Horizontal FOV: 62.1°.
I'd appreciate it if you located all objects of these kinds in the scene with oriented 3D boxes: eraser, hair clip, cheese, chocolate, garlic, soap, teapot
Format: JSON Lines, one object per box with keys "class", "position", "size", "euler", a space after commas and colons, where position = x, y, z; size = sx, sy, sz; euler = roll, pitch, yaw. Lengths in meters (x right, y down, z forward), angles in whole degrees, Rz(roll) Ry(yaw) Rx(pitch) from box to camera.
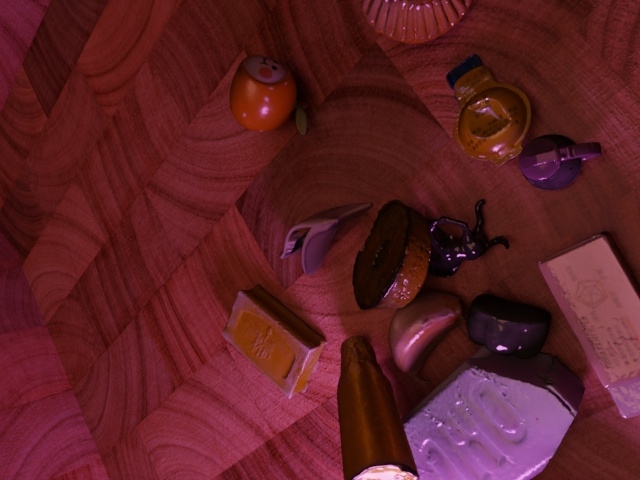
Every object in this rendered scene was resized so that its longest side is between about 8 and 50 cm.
{"class": "eraser", "position": [0.582, 0.162, 1.051], "size": [0.144, 0.078, 0.344], "euler": [-32, 77, 34]}
{"class": "hair clip", "position": [-0.009, -0.017, 1.429], "size": [0.113, 0.172, 0.282], "euler": [46, 130, 15]}
{"class": "cheese", "position": [0.363, -0.291, 1.176], "size": [0.176, 0.069, 0.271], "euler": [-34, 64, 32]}
{"class": "chocolate", "position": [0.119, 0.391, 1.246], "size": [0.162, 0.162, 0.446], "euler": [-58, 18, 25]}
{"class": "garlic", "position": [0.244, 0.226, 1.287], "size": [0.164, 0.145, 0.245], "euler": [26, 115, -1]}
{"class": "soap", "position": [-0.144, 0.295, 1.588], "size": [0.314, 0.091, 0.199], "euler": [36, 112, 28]}
{"class": "teapot", "position": [0.467, -0.154, 1.063], "size": [0.148, 0.146, 0.116], "euler": [23, 107, 32]}
{"class": "soap", "position": [0.360, 0.420, 1.190], "size": [0.261, 0.156, 0.446], "euler": [50, 119, 22]}

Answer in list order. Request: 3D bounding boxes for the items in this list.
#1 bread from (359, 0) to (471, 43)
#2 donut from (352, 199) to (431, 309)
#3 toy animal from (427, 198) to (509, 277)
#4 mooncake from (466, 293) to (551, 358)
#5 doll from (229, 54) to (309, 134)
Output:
{"class": "bread", "position": [0.210, -0.584, 1.183], "size": [0.273, 0.149, 0.275], "euler": [1, 95, 12]}
{"class": "donut", "position": [0.178, 0.043, 1.260], "size": [0.272, 0.107, 0.272], "euler": [-165, 90, -73]}
{"class": "toy animal", "position": [0.319, 0.005, 1.241], "size": [0.232, 0.084, 0.148], "euler": [-21, 93, 35]}
{"class": "mooncake", "position": [0.407, 0.182, 1.159], "size": [0.175, 0.168, 0.104], "euler": [-140, 47, -62]}
{"class": "doll", "position": [-0.133, -0.393, 1.475], "size": [0.235, 0.213, 0.214], "euler": [19, 110, -11]}
